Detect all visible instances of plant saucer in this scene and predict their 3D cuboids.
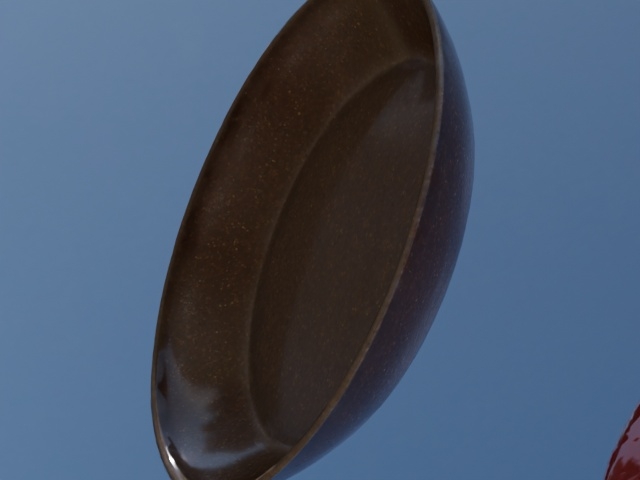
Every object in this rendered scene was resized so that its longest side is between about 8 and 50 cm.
[{"bbox_3d":[0.000,0.000,0.631,0.198,0.036,0.198,-45,-146,43],"label":"plant saucer"}]

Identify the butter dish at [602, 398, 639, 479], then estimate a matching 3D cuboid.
[{"bbox_3d":[0.119,0.067,0.406,0.118,0.160,0.160,-20,-72,47],"label":"butter dish"}]
